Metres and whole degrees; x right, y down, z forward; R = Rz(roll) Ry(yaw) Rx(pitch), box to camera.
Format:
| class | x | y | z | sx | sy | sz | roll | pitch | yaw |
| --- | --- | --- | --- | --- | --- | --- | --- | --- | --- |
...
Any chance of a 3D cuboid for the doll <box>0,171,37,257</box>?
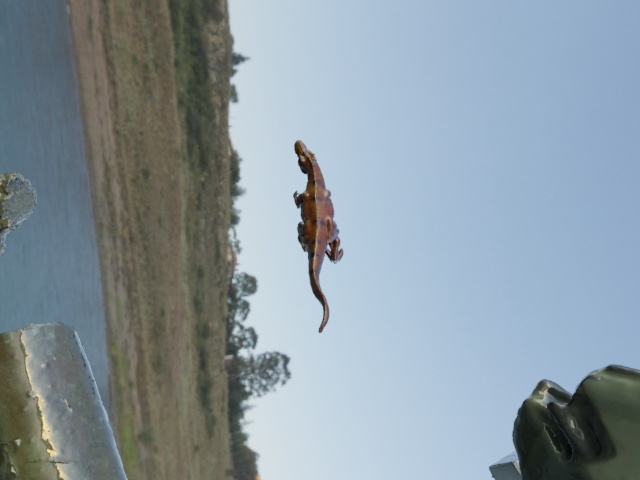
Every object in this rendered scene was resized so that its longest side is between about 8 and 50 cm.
| class | x | y | z | sx | sy | sz | roll | pitch | yaw |
| --- | --- | --- | --- | --- | --- | --- | --- | --- | --- |
| doll | -0.546 | 0.024 | 0.856 | 0.286 | 0.091 | 0.202 | -67 | -161 | -1 |

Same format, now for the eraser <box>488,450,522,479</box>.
| class | x | y | z | sx | sy | sz | roll | pitch | yaw |
| --- | --- | --- | --- | --- | --- | --- | --- | --- | --- |
| eraser | 0.393 | 0.349 | 0.903 | 0.046 | 0.212 | 0.092 | 63 | -21 | 21 |

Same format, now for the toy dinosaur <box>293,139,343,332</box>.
| class | x | y | z | sx | sy | sz | roll | pitch | yaw |
| --- | --- | --- | --- | --- | --- | --- | --- | --- | --- |
| toy dinosaur | 0.000 | 0.000 | 1.146 | 0.208 | 0.097 | 0.433 | 81 | -1 | -68 |

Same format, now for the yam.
| class | x | y | z | sx | sy | sz | roll | pitch | yaw |
| --- | --- | --- | --- | --- | --- | --- | --- | --- | --- |
| yam | -0.233 | 0.201 | 0.486 | 0.259 | 0.106 | 0.106 | 63 | -25 | 19 |

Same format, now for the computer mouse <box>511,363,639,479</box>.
| class | x | y | z | sx | sy | sz | roll | pitch | yaw |
| --- | --- | --- | --- | --- | --- | --- | --- | --- | --- |
| computer mouse | 0.346 | 0.291 | 0.466 | 0.429 | 0.145 | 0.228 | 57 | -40 | 5 |
